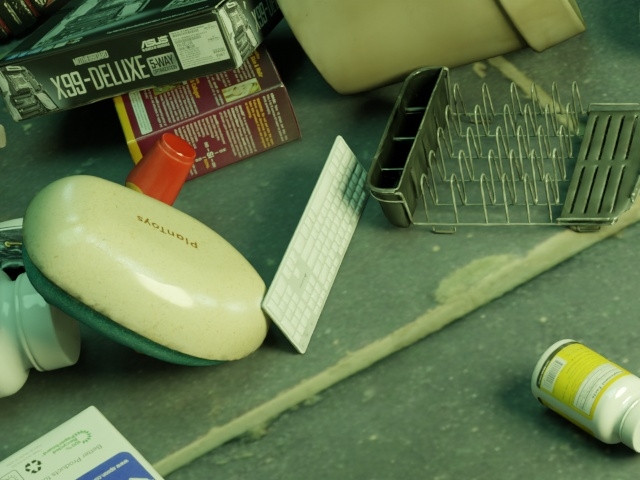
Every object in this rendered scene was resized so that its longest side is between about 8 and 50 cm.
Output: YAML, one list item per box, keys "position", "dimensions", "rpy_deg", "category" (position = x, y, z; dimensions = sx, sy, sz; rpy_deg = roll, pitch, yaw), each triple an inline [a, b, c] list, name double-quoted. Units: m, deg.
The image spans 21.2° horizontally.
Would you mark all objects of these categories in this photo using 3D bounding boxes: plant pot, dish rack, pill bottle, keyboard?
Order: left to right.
- position: [-0.373, 0.100, 1.715]
  dimensions: [0.245, 0.136, 0.136]
  rpy_deg: [-12, 40, 7]
  category: "pill bottle"
- position: [0.000, 0.000, 1.742]
  dimensions: [0.014, 0.072, 0.256]
  rpy_deg: [-10, 38, 31]
  category: "keyboard"
- position: [0.101, -0.308, 1.907]
  dimensions: [0.280, 0.323, 0.323]
  rpy_deg: [-28, 38, 12]
  category: "plant pot"
- position: [0.202, -0.093, 1.770]
  dimensions: [0.271, 0.074, 0.208]
  rpy_deg: [1, 44, 21]
  category: "dish rack"
- position: [0.246, 0.138, 1.497]
  dimensions: [0.065, 0.065, 0.116]
  rpy_deg: [-37, 44, -21]
  category: "pill bottle"

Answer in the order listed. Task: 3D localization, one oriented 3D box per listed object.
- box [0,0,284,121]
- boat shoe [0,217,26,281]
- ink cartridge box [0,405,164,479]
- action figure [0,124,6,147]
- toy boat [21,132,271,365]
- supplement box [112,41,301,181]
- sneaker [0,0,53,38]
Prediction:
- position: [-0.197, -0.248, 2.009]
  dimensions: [0.307, 0.077, 0.242]
  rpy_deg: [-11, 24, 25]
  category: "box"
- position: [-0.382, 0.031, 1.852]
  dimensions: [0.183, 0.065, 0.083]
  rpy_deg: [-15, 39, 2]
  category: "boat shoe"
- position: [-0.163, 0.300, 1.439]
  dimensions: [0.175, 0.069, 0.371]
  rpy_deg: [-31, 46, -23]
  category: "ink cartridge box"
- position: [-0.493, -0.128, 1.872]
  dimensions: [0.330, 0.178, 0.341]
  rpy_deg: [20, 85, 41]
  category: "action figure"
- position: [-0.178, 0.018, 1.712]
  dimensions: [0.148, 0.267, 0.318]
  rpy_deg: [-54, 19, 23]
  category: "toy boat"
- position: [-0.129, -0.139, 1.940]
  dimensions: [0.188, 0.081, 0.104]
  rpy_deg: [-21, 39, -3]
  category: "supplement box"
- position: [-0.379, -0.359, 2.290]
  dimensions: [0.313, 0.116, 0.136]
  rpy_deg: [-30, 12, -5]
  category: "sneaker"
